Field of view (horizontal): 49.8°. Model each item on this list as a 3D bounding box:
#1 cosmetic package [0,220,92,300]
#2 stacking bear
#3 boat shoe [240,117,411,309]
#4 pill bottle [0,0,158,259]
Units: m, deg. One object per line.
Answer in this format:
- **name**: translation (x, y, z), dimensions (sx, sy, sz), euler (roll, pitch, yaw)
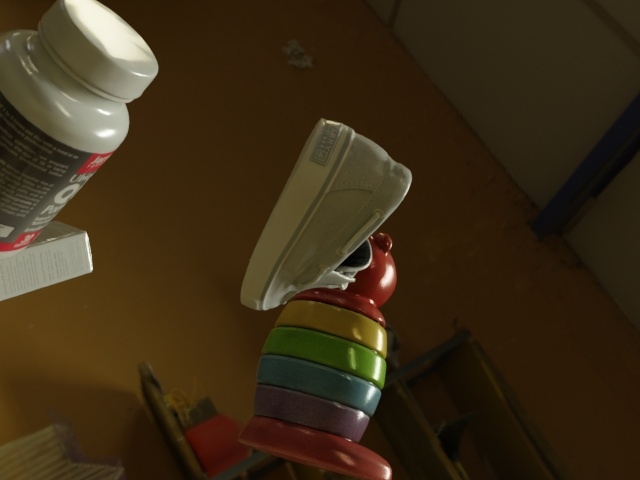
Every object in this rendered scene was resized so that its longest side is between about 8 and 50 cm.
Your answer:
- **cosmetic package**: translation (-0.527, 0.038, 1.188), dimensions (0.117, 0.231, 0.086), euler (15, -64, 41)
- **stacking bear**: translation (0.016, 0.125, 0.844), dimensions (0.175, 0.289, 0.164), euler (-5, -28, 47)
- **boat shoe**: translation (0.000, 0.000, 0.398), dimensions (0.063, 0.066, 0.184), euler (26, -36, -3)
- **pill bottle**: translation (-0.346, -0.135, 0.828), dimensions (0.318, 0.176, 0.176), euler (-41, -112, 20)
